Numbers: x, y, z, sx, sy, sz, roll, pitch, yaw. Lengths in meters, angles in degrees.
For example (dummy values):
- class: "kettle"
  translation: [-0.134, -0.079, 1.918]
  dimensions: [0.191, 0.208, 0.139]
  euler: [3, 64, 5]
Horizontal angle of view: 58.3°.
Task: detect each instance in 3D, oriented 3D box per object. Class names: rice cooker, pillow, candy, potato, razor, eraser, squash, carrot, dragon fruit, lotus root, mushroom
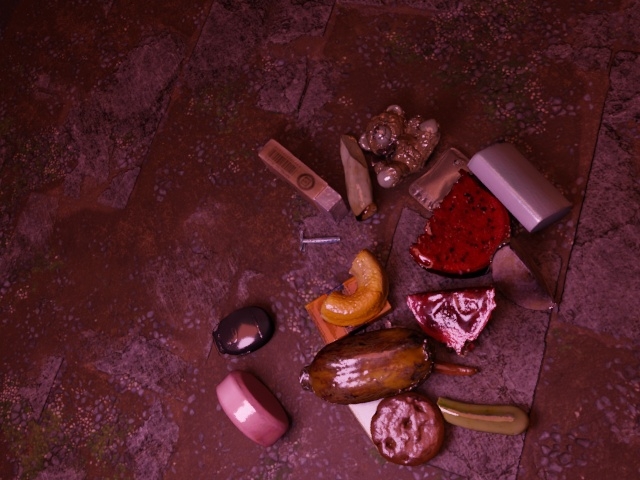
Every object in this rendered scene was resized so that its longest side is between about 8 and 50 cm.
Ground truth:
- class: "rice cooker"
  translation: [-0.245, 0.295, 1.838]
  dimensions: [0.203, 0.118, 0.142]
  euler: [-26, 69, 5]
- class: "pillow"
  translation: [0.398, -0.198, 1.865]
  dimensions: [0.217, 0.033, 0.130]
  euler: [-43, 66, -1]
- class: "candy"
  translation: [-0.204, 0.489, 1.701]
  dimensions: [0.094, 0.255, 0.255]
  euler: [-44, 67, -1]
- class: "potato"
  translation: [0.572, 0.091, 1.683]
  dimensions: [0.120, 0.261, 0.100]
  euler: [-29, 21, 33]
- class: "razor"
  translation: [0.000, 0.000, 1.914]
  dimensions: [0.135, 0.040, 0.068]
  euler: [-2, 73, 7]
- class: "eraser"
  translation: [0.600, -0.169, 1.733]
  dimensions: [0.189, 0.104, 0.290]
  euler: [-16, 60, -39]
- class: "squash"
  translation: [0.454, 0.493, 1.609]
  dimensions: [0.250, 0.083, 0.083]
  euler: [3, 74, 19]
- class: "carrot"
  translation: [0.363, 0.375, 1.686]
  dimensions: [0.191, 0.047, 0.047]
  euler: [8, 75, 16]
- class: "eraser"
  translation: [-0.057, -0.197, 1.930]
  dimensions: [0.343, 0.144, 0.078]
  euler: [41, 85, 23]
- class: "dragon fruit"
  translation: [0.402, 0.234, 1.687]
  dimensions: [0.262, 0.134, 0.211]
  euler: [-4, 83, 30]
- class: "lotus root"
  translation: [0.133, 0.358, 1.632]
  dimensions: [0.397, 0.179, 0.196]
  euler: [-15, 70, 12]
- class: "dragon fruit"
  translation: [0.443, -0.008, 1.749]
  dimensions: [0.282, 0.100, 0.343]
  euler: [36, 76, 5]
- class: "mushroom"
  translation: [0.121, -0.218, 1.908]
  dimensions: [0.087, 0.107, 0.333]
  euler: [0, 68, -23]

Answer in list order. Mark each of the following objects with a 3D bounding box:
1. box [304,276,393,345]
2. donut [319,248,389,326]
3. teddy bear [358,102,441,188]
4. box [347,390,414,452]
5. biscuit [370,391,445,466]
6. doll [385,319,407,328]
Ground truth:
- class: "box"
  translation: [0.089, 0.213, 1.801]
  dimensions: [0.237, 0.070, 0.152]
  euler: [-33, 68, 5]
- class: "donut"
  translation: [0.124, 0.155, 1.731]
  dimensions: [0.152, 0.101, 0.259]
  euler: [31, 78, 15]
- class: "teddy bear"
  translation: [0.248, -0.324, 1.882]
  dimensions: [0.267, 0.156, 0.256]
  euler: [-45, 66, 12]
- class: "box"
  translation: [0.179, 0.463, 1.708]
  dimensions: [0.211, 0.045, 0.270]
  euler: [-39, 67, 0]
- class: "biscuit"
  translation: [0.246, 0.532, 1.623]
  dimensions: [0.212, 0.036, 0.212]
  euler: [-4, 74, 13]
- class: "doll"
  translation: [0.235, 0.298, 1.729]
  dimensions: [0.127, 0.073, 0.084]
  euler: [37, 77, 19]
